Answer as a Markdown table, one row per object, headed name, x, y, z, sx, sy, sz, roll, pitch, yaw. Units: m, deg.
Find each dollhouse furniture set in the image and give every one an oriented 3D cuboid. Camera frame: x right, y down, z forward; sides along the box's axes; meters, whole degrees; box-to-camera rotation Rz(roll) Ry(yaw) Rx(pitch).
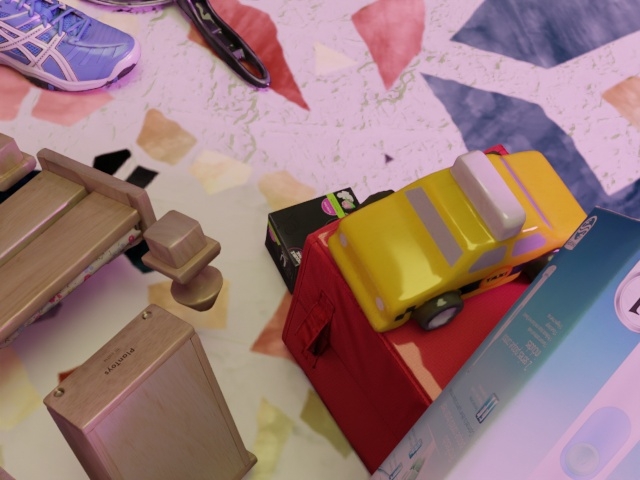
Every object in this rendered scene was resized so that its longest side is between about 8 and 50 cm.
| name | x | y | z | sx | sy | sz | roll | pitch | yaw |
| --- | --- | --- | --- | --- | --- | --- | --- | --- | --- |
| dollhouse furniture set | -0.243 | 0.103 | 0.828 | 0.355 | 0.174 | 0.303 | 23 | 54 | 36 |

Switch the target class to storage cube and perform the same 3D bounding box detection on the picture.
| name | x | y | z | sx | sy | sz | roll | pitch | yaw |
| --- | --- | --- | --- | --- | --- | --- | --- | --- | --- |
| storage cube | 0.104 | 0.077 | 0.815 | 0.215 | 0.184 | 0.193 | -26 | 66 | -23 |

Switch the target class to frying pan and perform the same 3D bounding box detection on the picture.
| name | x | y | z | sx | sy | sz | roll | pitch | yaw |
| --- | --- | --- | --- | --- | --- | --- | --- | --- | --- |
| frying pan | -0.186 | -0.279 | 1.084 | 0.197 | 0.053 | 0.326 | -12 | 57 | -14 |

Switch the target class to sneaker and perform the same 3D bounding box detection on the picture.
| name | x | y | z | sx | sy | sz | roll | pitch | yaw |
| --- | --- | --- | --- | --- | --- | --- | --- | --- | --- |
| sneaker | -0.280 | -0.205 | 1.000 | 0.211 | 0.081 | 0.080 | 11 | 55 | -3 |

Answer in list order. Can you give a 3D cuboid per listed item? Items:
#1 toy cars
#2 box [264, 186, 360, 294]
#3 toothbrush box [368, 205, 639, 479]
| name | x | y | z | sx | sy | sz | roll | pitch | yaw |
| --- | --- | --- | --- | --- | --- | --- | --- | --- | --- |
| toy cars | 0.206 | 0.015 | 0.710 | 0.393 | 0.087 | 0.177 | 16 | 58 | 0 |
| box | 0.000 | 0.000 | 0.926 | 0.083 | 0.052 | 0.062 | -19 | 61 | -18 |
| toothbrush box | 0.166 | 0.162 | 0.614 | 0.216 | 0.126 | 0.295 | 39 | 96 | -4 |
